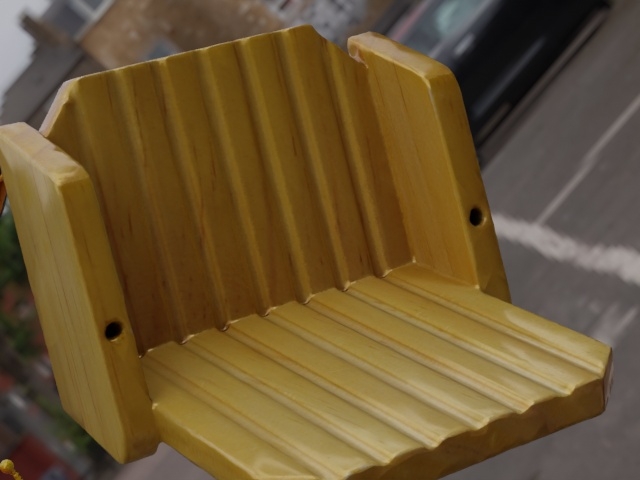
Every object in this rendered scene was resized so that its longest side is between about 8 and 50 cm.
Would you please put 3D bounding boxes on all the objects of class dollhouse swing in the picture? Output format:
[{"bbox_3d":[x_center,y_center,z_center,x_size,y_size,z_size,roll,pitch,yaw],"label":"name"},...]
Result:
[{"bbox_3d":[0.000,0.000,1.311,0.347,0.315,0.305,-17,6,-27],"label":"dollhouse swing"}]

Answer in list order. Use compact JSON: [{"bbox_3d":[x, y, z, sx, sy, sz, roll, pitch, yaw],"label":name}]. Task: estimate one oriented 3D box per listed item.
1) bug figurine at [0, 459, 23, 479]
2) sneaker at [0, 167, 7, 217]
[{"bbox_3d":[-0.316,0.132,1.352,0.216,0.279,0.072,-27,-20,33],"label":"bug figurine"},{"bbox_3d":[-0.369,-0.025,1.842,0.084,0.083,0.215,-16,-38,-44],"label":"sneaker"}]
